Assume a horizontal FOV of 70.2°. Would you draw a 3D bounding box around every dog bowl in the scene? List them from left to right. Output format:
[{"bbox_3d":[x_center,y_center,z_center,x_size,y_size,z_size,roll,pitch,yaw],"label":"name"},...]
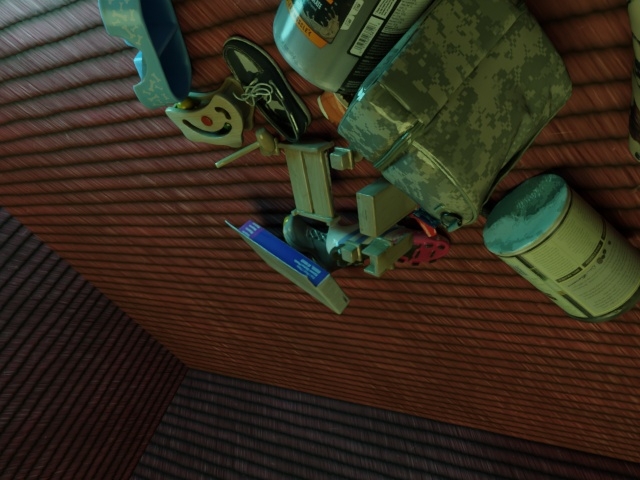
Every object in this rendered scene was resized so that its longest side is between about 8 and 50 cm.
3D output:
[{"bbox_3d":[-0.348,-0.414,0.945,0.074,0.166,0.297,3,142,8],"label":"dog bowl"}]

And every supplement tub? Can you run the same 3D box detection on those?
[{"bbox_3d":[0.077,-0.400,0.666,0.207,0.207,0.338,30,144,-10],"label":"supplement tub"}]

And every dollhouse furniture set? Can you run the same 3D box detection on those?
[{"bbox_3d":[0.047,-0.117,1.141,0.355,0.174,0.303,19,130,40],"label":"dollhouse furniture set"}]

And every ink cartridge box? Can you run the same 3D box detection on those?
[{"bbox_3d":[-0.087,0.065,1.343,0.324,0.071,0.330,32,167,28],"label":"ink cartridge box"}]

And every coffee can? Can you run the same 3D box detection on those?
[{"bbox_3d":[0.519,0.020,0.970,0.275,0.202,0.201,36,144,-16],"label":"coffee can"}]

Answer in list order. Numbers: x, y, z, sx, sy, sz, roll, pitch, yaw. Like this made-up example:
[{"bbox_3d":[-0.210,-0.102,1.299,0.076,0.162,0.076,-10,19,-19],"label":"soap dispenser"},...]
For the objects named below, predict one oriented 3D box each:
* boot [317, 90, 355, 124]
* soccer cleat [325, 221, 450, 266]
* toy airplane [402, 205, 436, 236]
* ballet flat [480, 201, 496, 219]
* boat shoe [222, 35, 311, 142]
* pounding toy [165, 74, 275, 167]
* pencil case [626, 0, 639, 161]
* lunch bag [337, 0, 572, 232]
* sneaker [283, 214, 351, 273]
[{"bbox_3d":[0.061,-0.268,0.989,0.084,0.059,0.158,-17,120,48],"label":"boot"},{"bbox_3d":[0.178,-0.014,1.218,0.331,0.143,0.116,-1,145,-6],"label":"soccer cleat"},{"bbox_3d":[0.265,-0.076,1.114,0.151,0.028,0.151,10,119,18],"label":"toy airplane"},{"bbox_3d":[0.373,-0.072,1.058,0.173,0.057,0.049,31,142,-11],"label":"ballet flat"},{"bbox_3d":[-0.123,-0.323,0.996,0.095,0.079,0.254,-11,133,40],"label":"boat shoe"},{"bbox_3d":[-0.244,-0.277,1.060,0.269,0.155,0.154,11,147,19],"label":"pounding toy"},{"bbox_3d":[0.494,-0.265,0.597,0.159,0.184,0.410,-1,145,35],"label":"pencil case"},{"bbox_3d":[0.210,-0.200,0.701,0.256,0.305,0.212,41,170,-1],"label":"lunch bag"},{"bbox_3d":[0.000,0.000,1.358,0.121,0.099,0.262,-18,136,34],"label":"sneaker"}]
